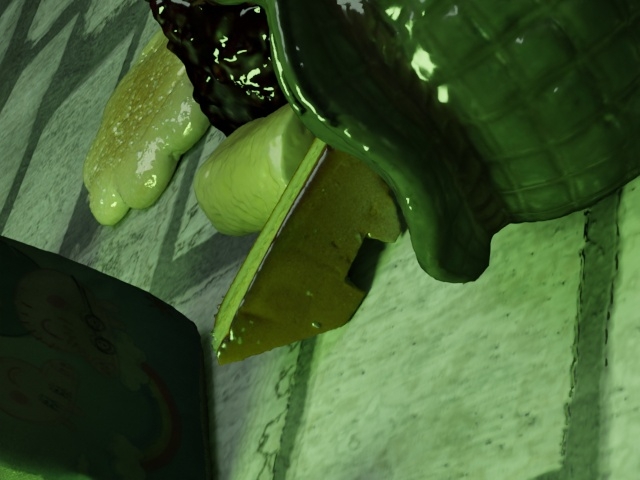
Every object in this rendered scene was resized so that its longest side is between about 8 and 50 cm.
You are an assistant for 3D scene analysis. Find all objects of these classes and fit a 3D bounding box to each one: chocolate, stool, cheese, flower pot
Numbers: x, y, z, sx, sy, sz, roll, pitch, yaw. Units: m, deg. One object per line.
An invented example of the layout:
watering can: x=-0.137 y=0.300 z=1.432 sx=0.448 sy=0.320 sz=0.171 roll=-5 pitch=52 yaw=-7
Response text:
chocolate: x=-0.088 y=-0.229 z=1.519 sx=0.224 sy=0.177 sz=0.206 roll=1 pitch=63 yaw=61
stool: x=-0.274 y=0.171 z=1.288 sx=0.226 sy=0.310 sz=0.310 roll=-58 pitch=22 yaw=27
cheese: x=-0.034 y=-0.069 z=1.324 sx=0.167 sy=0.094 sz=0.123 roll=-14 pitch=41 yaw=59
flower pot: x=0.075 y=-0.137 z=0.934 sx=0.213 sy=0.302 sz=0.302 roll=-38 pitch=26 yaw=1

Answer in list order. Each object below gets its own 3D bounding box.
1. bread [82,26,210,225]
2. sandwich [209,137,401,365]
bread: x=-0.204 y=-0.162 z=1.815 sx=0.316 sy=0.054 sz=0.316 roll=-41 pitch=31 yaw=32
sandwich: x=0.000 y=0.000 z=1.201 sx=0.244 sy=0.088 sz=0.090 roll=-62 pitch=15 yaw=4
